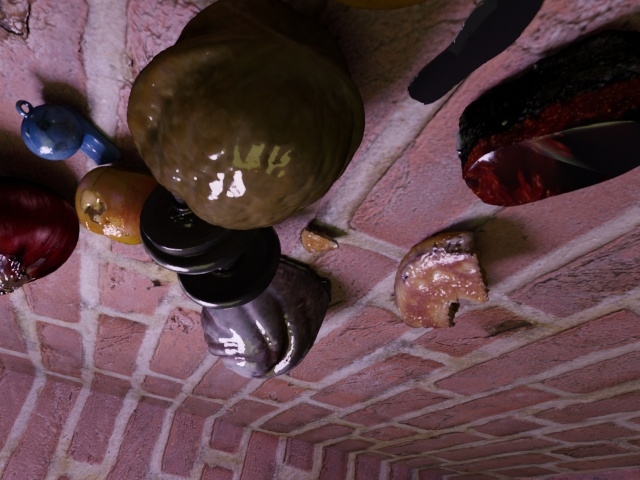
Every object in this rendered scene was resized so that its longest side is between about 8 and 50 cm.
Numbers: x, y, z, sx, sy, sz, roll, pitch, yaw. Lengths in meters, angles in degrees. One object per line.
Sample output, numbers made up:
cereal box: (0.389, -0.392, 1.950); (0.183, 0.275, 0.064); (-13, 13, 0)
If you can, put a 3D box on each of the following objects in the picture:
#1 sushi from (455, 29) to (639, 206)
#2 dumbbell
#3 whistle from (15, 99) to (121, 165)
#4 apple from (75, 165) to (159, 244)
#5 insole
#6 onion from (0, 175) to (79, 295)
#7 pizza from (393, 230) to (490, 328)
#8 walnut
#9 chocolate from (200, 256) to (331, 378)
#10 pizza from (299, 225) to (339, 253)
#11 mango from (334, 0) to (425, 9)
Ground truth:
sushi: (0.272, -0.133, 0.545); (0.136, 0.127, 0.225); (33, 146, -33)
dumbbell: (-0.169, -0.003, 0.763); (0.191, 0.192, 0.290); (3, 151, 10)
whistle: (-0.389, -0.151, 0.714); (0.090, 0.091, 0.158); (-10, 141, 27)
apple: (-0.326, -0.055, 0.783); (0.146, 0.147, 0.147); (7, 146, 5)
insole: (0.171, -0.220, 0.539); (0.064, 0.004, 0.188); (26, 143, -22)
onion: (-0.596, -0.036, 0.862); (0.272, 0.285, 0.273); (-24, 168, -6)
pizza: (0.224, 0.077, 0.893); (0.161, 0.086, 0.306); (32, 144, 7)
walnut: (-0.084, -0.128, 0.542); (0.282, 0.228, 0.283); (-1, 154, 0)
chocolate: (-0.137, 0.188, 1.036); (0.302, 0.213, 0.303); (8, 148, 5)
pizza: (0.000, -0.001, 0.887); (0.077, 0.025, 0.083); (11, 148, 6)
mango: (0.021, -0.285, 0.389); (0.262, 0.109, 0.157); (29, 138, -29)
